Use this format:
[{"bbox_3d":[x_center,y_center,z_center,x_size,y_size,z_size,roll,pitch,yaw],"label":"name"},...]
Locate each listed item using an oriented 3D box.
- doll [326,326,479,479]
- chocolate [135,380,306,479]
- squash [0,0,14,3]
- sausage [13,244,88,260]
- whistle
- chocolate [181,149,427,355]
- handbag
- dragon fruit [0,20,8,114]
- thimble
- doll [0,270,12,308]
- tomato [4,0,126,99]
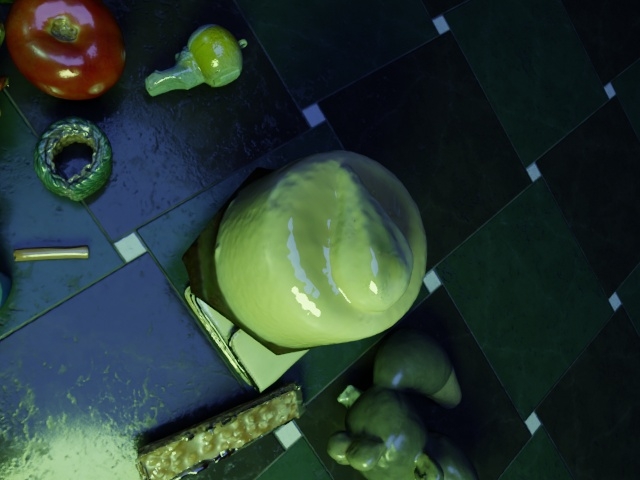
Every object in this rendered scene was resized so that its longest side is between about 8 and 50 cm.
[{"bbox_3d":[0.231,0.416,0.960,0.382,0.252,0.378,47,68,-19],"label":"doll"},{"bbox_3d":[-0.180,0.361,0.872,0.329,0.065,0.102,-18,123,-25],"label":"chocolate"},{"bbox_3d":[-0.588,-0.480,0.808,0.289,0.203,0.111,-18,91,-60],"label":"squash"},{"bbox_3d":[-0.473,0.023,0.803,0.116,0.026,0.026,-3,85,-24],"label":"sausage"},{"bbox_3d":[-0.250,-0.358,0.910,0.223,0.123,0.123,-28,96,-9],"label":"whistle"},{"bbox_3d":[0.000,0.000,0.712,0.326,0.297,0.314,39,62,-6],"label":"chocolate"},{"bbox_3d":[-0.054,0.096,0.912,0.358,0.160,0.236,-37,104,-24],"label":"handbag"},{"bbox_3d":[-0.589,-0.275,0.684,0.224,0.224,0.227,-9,119,-25],"label":"dragon fruit"},{"bbox_3d":[-0.435,-0.145,0.805,0.118,0.090,0.135,31,75,-16],"label":"thimble"},{"bbox_3d":[-0.615,0.079,0.643,0.366,0.187,0.376,-30,111,-18],"label":"doll"},{"bbox_3d":[-0.441,-0.343,0.800,0.195,0.136,0.195,2,86,-24],"label":"tomato"}]
